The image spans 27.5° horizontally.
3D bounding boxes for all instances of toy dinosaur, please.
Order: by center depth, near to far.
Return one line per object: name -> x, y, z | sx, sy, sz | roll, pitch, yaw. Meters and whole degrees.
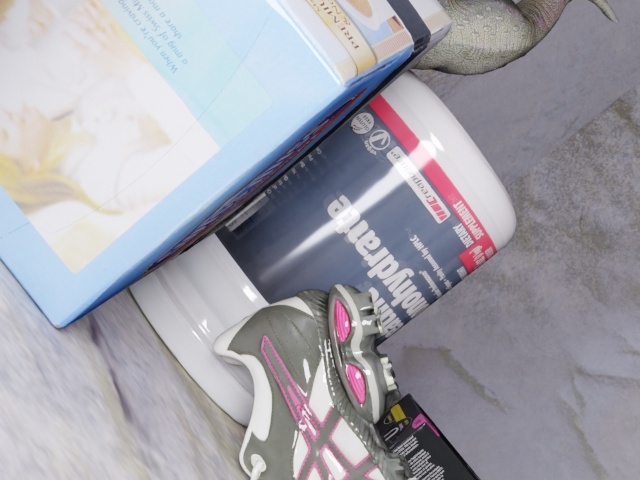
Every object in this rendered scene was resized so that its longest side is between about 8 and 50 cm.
toy dinosaur -> 0.078, -0.168, 0.972 | 0.313, 0.121, 0.160 | 18, 29, -19

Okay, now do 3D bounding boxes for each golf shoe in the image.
golf shoe -> 0.012, 0.168, 0.897 | 0.105, 0.120, 0.273 | 69, 7, -72

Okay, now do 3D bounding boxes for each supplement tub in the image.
supplement tub -> 0.000, 0.000, 1.040 | 0.191, 0.272, 0.191 | 51, 1, -2

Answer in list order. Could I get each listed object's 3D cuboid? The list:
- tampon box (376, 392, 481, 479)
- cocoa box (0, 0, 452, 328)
tampon box -> 0.118, 0.274, 1.465 | 0.161, 0.101, 0.120 | 51, 1, -11
cocoa box -> -0.135, -0.172, 0.757 | 0.347, 0.231, 0.228 | 52, 24, -1
